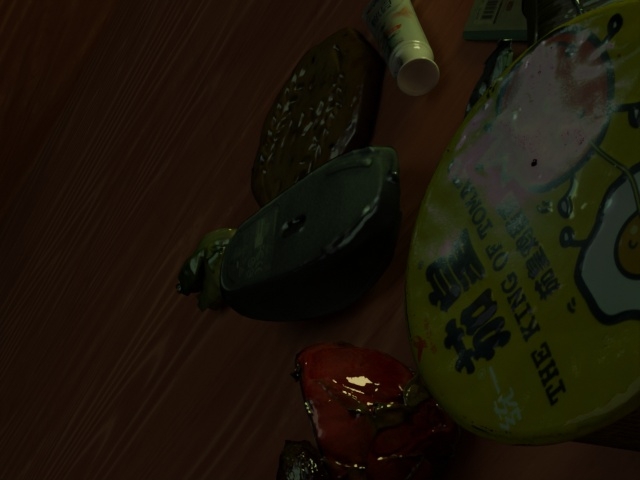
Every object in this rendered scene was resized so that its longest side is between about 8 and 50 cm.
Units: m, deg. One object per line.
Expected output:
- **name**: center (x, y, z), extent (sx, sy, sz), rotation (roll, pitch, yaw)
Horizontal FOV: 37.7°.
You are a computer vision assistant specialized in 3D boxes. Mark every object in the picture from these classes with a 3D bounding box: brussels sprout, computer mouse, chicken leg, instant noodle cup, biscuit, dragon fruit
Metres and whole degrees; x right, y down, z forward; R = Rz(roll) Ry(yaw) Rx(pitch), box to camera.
- **brussels sprout**: center (-0.185, 0.039, 1.651), extent (0.139, 0.100, 0.181), rotation (-73, 10, -53)
- **computer mouse**: center (0.003, 0.000, 1.321), extent (0.374, 0.114, 0.203), rotation (-27, 45, 41)
- **chicken leg**: center (-0.024, 0.336, 1.187), extent (0.105, 0.063, 0.234), rotation (-39, 37, 35)
- **instant noodle cup**: center (0.258, 0.021, 0.701), extent (0.325, 0.254, 0.326), rotation (-40, 38, 41)
- **biscuit**: center (-0.016, -0.189, 1.559), extent (0.359, 0.046, 0.359), rotation (-39, 41, 44)
- **dragon fruit**: center (0.073, 0.198, 1.020), extent (0.148, 0.224, 0.218), rotation (-23, 51, 3)

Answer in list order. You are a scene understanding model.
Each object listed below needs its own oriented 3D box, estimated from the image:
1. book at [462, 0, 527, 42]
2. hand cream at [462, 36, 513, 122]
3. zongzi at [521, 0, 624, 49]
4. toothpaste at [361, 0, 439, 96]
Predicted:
- **book**: center (0.288, -0.341, 1.146), extent (0.282, 0.025, 0.215), rotation (30, 99, 62)
- **hand cream**: center (0.186, -0.127, 1.147), extent (0.075, 0.052, 0.248), rotation (-6, 66, 58)
- **zongzi**: center (0.329, -0.277, 0.924), extent (0.274, 0.125, 0.251), rotation (-18, 64, 39)
- **toothpaste**: center (0.114, -0.315, 1.404), extent (0.100, 0.066, 0.323), rotation (-53, 26, 26)
